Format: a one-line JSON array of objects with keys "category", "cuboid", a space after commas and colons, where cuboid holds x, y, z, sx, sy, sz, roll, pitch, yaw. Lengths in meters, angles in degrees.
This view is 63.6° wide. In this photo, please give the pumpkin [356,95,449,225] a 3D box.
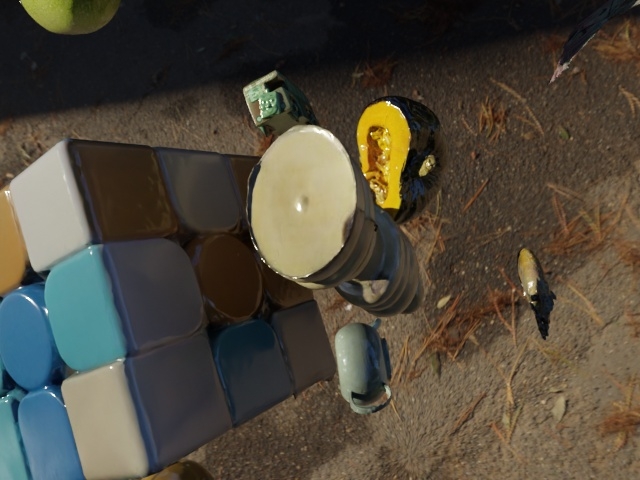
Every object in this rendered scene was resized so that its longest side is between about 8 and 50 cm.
[{"category": "pumpkin", "cuboid": [0.235, -0.203, 1.318, 0.232, 0.325, 0.242, -12, 25, -32]}]

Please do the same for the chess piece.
[{"category": "chess piece", "cuboid": [0.049, 0.011, 0.581, 0.124, 0.307, 0.139, -47, 56, 5]}]

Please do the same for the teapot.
[{"category": "teapot", "cuboid": [0.104, 0.293, 1.231, 0.129, 0.193, 0.294, -8, 31, 1]}]

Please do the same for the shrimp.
[{"category": "shrimp", "cuboid": [0.499, 0.127, 1.171, 0.066, 0.117, 0.262, -12, 44, 18]}]

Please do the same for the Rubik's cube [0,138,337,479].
[{"category": "Rubik's cube", "cuboid": [-0.239, 0.094, 0.704, 0.346, 0.346, 0.345, -22, 82, 31]}]

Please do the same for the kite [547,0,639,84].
[{"category": "kite", "cuboid": [0.236, -0.181, 0.418, 0.005, 0.152, 0.137, 39, 102, -6]}]

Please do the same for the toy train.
[{"category": "toy train", "cuboid": [-0.109, -0.385, 1.527, 0.129, 0.326, 0.160, -21, 86, 16]}]

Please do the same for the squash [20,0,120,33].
[{"category": "squash", "cuboid": [-0.370, -0.378, 0.775, 0.132, 0.132, 0.247, -48, 39, -11]}]

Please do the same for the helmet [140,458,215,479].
[{"category": "helmet", "cuboid": [-0.315, 0.554, 1.087, 0.198, 0.130, 0.224, 23, 31, 30]}]
